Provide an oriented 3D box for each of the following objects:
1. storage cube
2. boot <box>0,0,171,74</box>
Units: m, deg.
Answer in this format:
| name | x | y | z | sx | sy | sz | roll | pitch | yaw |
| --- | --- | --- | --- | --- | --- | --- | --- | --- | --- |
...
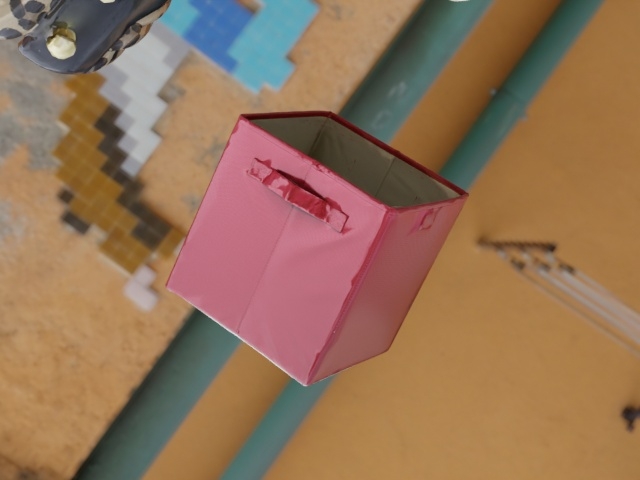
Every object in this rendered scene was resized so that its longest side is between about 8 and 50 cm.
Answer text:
| name | x | y | z | sx | sy | sz | roll | pitch | yaw |
| --- | --- | --- | --- | --- | --- | --- | --- | --- | --- |
| storage cube | 0.000 | 0.000 | 1.216 | 0.184 | 0.193 | 0.215 | 33 | -161 | 20 |
| boot | -0.081 | -0.203 | 0.592 | 0.138 | 0.284 | 0.377 | 48 | -160 | -7 |
